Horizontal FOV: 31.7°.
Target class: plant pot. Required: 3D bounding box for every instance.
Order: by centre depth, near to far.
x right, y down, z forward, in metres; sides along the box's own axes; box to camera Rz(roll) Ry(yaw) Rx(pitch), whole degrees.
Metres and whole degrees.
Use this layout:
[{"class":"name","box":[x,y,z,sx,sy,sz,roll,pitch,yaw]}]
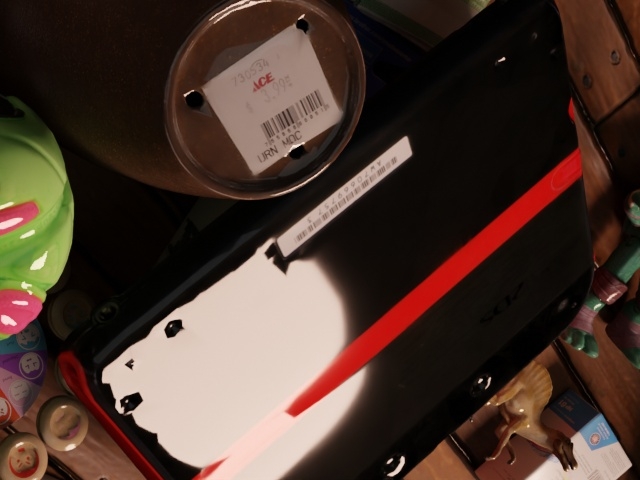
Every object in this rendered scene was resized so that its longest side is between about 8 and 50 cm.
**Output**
[{"class":"plant pot","box":[-0.072,-0.113,0.634,0.215,0.230,0.215,-12,118,-23]}]

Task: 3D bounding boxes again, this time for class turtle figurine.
[{"class":"turtle figurine","box":[0.305,0.002,0.955,0.175,0.118,0.234,24,119,-16]}]

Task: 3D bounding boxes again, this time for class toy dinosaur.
[{"class":"toy dinosaur","box":[0.159,0.129,0.985,0.092,0.053,0.183,-29,101,-15]}]

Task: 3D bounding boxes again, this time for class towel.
[{"class":"towel","box":[0.094,-0.209,0.782,0.113,0.023,0.152,20,111,-46]}]

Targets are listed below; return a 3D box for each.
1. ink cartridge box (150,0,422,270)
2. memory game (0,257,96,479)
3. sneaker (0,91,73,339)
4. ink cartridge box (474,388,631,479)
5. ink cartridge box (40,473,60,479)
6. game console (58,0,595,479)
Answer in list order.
[{"class":"ink cartridge box","box":[0.000,0.000,0.832,0.185,0.065,0.311,30,96,-35]},{"class":"memory game","box":[-0.218,0.074,0.720,0.186,0.012,0.186,10,75,-42]},{"class":"sneaker","box":[-0.373,0.009,0.568,0.482,0.202,0.185,-12,135,-16]},{"class":"ink cartridge box","box":[0.216,0.213,1.049,0.122,0.052,0.088,-40,125,-6]},{"class":"ink cartridge box","box":[-0.268,0.319,0.803,0.272,0.130,0.309,34,95,-36]},{"class":"game console","box":[0.037,0.047,0.786,0.386,0.060,0.342,-40,139,-14]}]
